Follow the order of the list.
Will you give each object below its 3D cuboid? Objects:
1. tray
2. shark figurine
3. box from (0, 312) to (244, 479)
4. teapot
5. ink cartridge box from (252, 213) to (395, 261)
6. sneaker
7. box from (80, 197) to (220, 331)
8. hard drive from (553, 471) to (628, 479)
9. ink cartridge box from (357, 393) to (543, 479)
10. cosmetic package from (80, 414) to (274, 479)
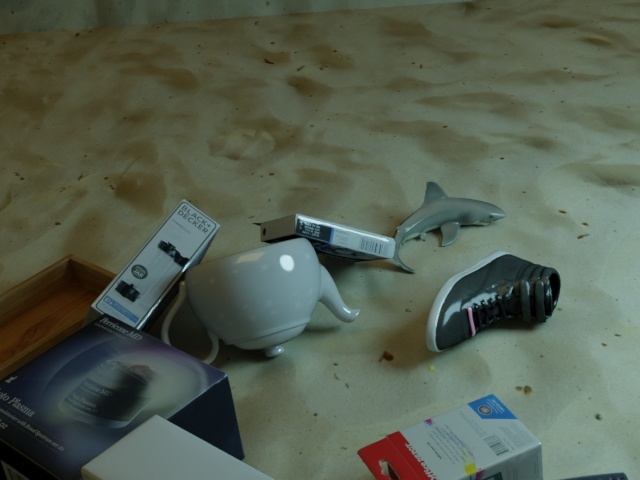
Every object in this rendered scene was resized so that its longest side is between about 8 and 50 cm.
[{"bbox_3d":[-0.544,0.175,1.979,0.203,0.076,0.411,20,40,38],"label":"tray"},{"bbox_3d":[0.205,-0.052,2.140,0.278,0.116,0.166,-24,33,-27],"label":"shark figurine"},{"bbox_3d":[-0.326,0.287,1.644,0.296,0.182,0.294,20,40,37],"label":"box"},{"bbox_3d":[-0.109,0.111,1.890,0.256,0.187,0.253,-15,-1,34],"label":"teapot"},{"bbox_3d":[0.000,0.000,2.043,0.206,0.045,0.208,14,-9,-24],"label":"ink cartridge box"},{"bbox_3d":[0.302,0.107,1.857,0.147,0.104,0.296,12,32,38],"label":"sneaker"},{"bbox_3d":[-0.303,0.079,1.931,0.087,0.169,0.290,34,51,0],"label":"box"},{"bbox_3d":[0.301,0.394,1.440,0.255,0.054,0.172,-10,32,-1],"label":"hard drive"},{"bbox_3d":[0.184,0.320,1.565,0.231,0.078,0.134,-18,32,-17],"label":"ink cartridge box"},{"bbox_3d":[-0.167,0.380,1.409,0.224,0.224,0.138,20,41,37],"label":"cosmetic package"}]
